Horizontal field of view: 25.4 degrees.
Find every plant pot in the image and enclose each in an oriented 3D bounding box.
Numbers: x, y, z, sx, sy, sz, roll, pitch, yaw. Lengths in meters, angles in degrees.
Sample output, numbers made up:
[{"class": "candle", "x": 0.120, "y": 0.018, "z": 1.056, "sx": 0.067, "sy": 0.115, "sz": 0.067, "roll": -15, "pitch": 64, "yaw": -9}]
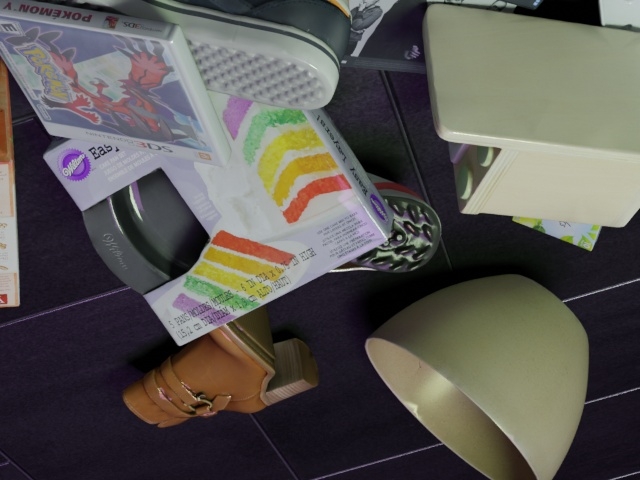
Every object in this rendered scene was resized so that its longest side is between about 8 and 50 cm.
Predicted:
[{"class": "plant pot", "x": 0.223, "y": 0.154, "z": 1.768, "sx": 0.191, "sy": 0.284, "sz": 0.284, "roll": -45, "pitch": 150, "yaw": -15}]

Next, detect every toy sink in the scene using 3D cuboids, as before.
[{"class": "toy sink", "x": 0.195, "y": -0.114, "z": 1.355, "sx": 0.234, "sy": 0.152, "sz": 0.131, "roll": 5, "pitch": 147, "yaw": -15}]

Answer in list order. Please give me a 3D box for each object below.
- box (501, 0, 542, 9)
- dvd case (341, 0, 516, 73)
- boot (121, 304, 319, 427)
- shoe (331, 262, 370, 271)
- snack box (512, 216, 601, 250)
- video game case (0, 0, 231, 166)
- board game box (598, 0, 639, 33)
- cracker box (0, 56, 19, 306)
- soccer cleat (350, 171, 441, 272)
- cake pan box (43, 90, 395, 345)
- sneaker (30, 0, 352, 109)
[{"class": "box", "x": 0.190, "y": -0.249, "z": 1.285, "sx": 0.067, "sy": 0.018, "sz": 0.083, "roll": 9, "pitch": 141, "yaw": -30}, {"class": "dvd case", "x": 0.108, "y": -0.244, "z": 1.312, "sx": 0.179, "sy": 0.029, "sz": 0.238, "roll": 3, "pitch": 143, "yaw": -22}, {"class": "boot", "x": -0.152, "y": 0.147, "z": 1.759, "sx": 0.220, "sy": 0.109, "sz": 0.283, "roll": -18, "pitch": 154, "yaw": 15}, {"class": "shoe", "x": 0.000, "y": 0.000, "z": 1.610, "sx": 0.219, "sy": 0.058, "sz": 0.076, "roll": 4, "pitch": 143, "yaw": -23}, {"class": "snack box", "x": 0.278, "y": -0.057, "z": 1.596, "sx": 0.100, "sy": 0.037, "sz": 0.141, "roll": 21, "pitch": 148, "yaw": 12}, {"class": "video game case", "x": -0.184, "y": -0.135, "z": 1.233, "sx": 0.183, "sy": 0.023, "sz": 0.201, "roll": 11, "pitch": 155, "yaw": 16}, {"class": "board game box", "x": 0.465, "y": -0.250, "z": 1.402, "sx": 0.390, "sy": 0.050, "sz": 0.390, "roll": -16, "pitch": 146, "yaw": 6}, {"class": "cracker box", "x": -0.319, "y": -0.061, "z": 1.324, "sx": 0.067, "sy": 0.155, "sz": 0.232, "roll": -4, "pitch": 145, "yaw": -12}, {"class": "soccer cleat", "x": -0.032, "y": -0.045, "z": 1.503, "sx": 0.318, "sy": 0.116, "sz": 0.108, "roll": 13, "pitch": 104, "yaw": -12}, {"class": "cake pan box", "x": -0.102, "y": -0.051, "z": 1.383, "sx": 0.267, "sy": 0.070, "sz": 0.245, "roll": -26, "pitch": 107, "yaw": 20}, {"class": "sneaker", "x": -0.129, "y": -0.210, "z": 1.215, "sx": 0.321, "sy": 0.127, "sz": 0.126, "roll": 15, "pitch": 156, "yaw": 4}]
